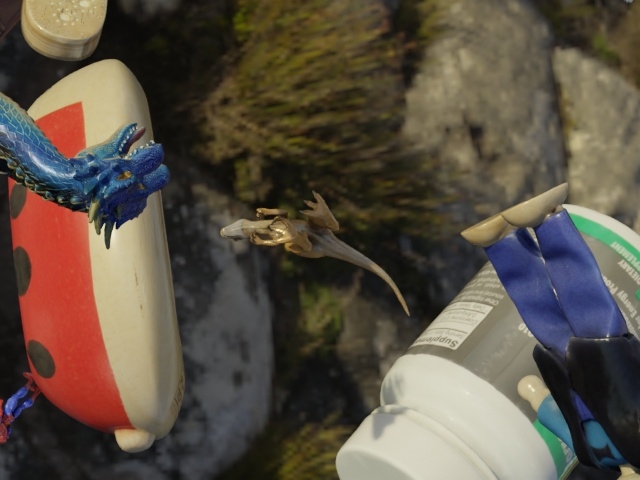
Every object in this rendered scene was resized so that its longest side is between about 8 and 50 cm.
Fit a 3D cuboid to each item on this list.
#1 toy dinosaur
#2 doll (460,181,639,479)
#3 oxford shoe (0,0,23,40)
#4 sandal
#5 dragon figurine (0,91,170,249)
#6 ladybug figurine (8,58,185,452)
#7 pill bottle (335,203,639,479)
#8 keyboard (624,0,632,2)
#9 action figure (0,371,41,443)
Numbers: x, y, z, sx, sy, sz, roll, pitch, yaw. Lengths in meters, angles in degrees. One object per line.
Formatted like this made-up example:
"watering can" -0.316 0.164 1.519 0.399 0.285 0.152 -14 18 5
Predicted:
"toy dinosaur" 0.000 0.000 1.538 0.112 0.211 0.064 64 48 -70
"doll" 0.141 0.068 0.796 0.046 0.129 0.189 -24 88 -32
"oxford shoe" -0.464 -0.337 1.992 0.348 0.130 0.123 -31 152 -14
"sandal" -0.189 -0.244 1.136 0.088 0.079 0.240 7 47 -20
"dragon figurine" -0.222 -0.029 0.778 0.289 0.085 0.144 -21 66 -21
"ladybug figurine" -0.247 0.016 1.641 0.305 0.162 0.449 93 -12 -64
"pill bottle" 0.192 0.147 1.520 0.361 0.204 0.204 -46 123 -27
"keyboard" 0.169 -0.285 1.073 0.014 0.072 0.256 -33 123 -4
"action figure" -0.376 0.209 1.812 0.115 0.030 0.038 -61 149 -48
